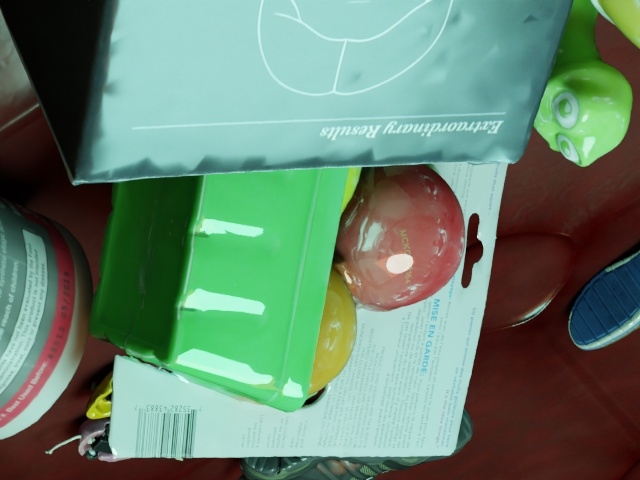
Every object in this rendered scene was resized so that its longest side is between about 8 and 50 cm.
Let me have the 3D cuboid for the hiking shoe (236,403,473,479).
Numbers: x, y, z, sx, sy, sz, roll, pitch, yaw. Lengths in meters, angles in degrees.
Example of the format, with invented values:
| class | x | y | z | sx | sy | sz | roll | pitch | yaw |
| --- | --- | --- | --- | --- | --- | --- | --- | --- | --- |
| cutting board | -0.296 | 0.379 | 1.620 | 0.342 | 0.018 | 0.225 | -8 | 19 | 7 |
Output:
| class | x | y | z | sx | sy | sz | roll | pitch | yaw |
| --- | --- | --- | --- | --- | --- | --- | --- | --- | --- |
| hiking shoe | 0.028 | 0.191 | 1.812 | 0.227 | 0.086 | 0.114 | -5 | 153 | -14 |

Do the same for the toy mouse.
| class | x | y | z | sx | sy | sz | roll | pitch | yaw |
| --- | --- | --- | --- | --- | --- | --- | --- | --- | --- |
| toy mouse | -0.159 | 0.155 | 1.695 | 0.161 | 0.031 | 0.143 | -32 | 142 | 11 |

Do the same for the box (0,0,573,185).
| class | x | y | z | sx | sy | sz | roll | pitch | yaw |
| --- | --- | --- | --- | --- | --- | --- | --- | --- | --- |
| box | -0.002 | -0.252 | 1.091 | 0.293 | 0.212 | 0.395 | -4 | 130 | -24 |

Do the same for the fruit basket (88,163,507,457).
| class | x | y | z | sx | sy | sz | roll | pitch | yaw |
| --- | --- | --- | --- | --- | --- | --- | --- | --- | --- |
| fruit basket | 0.000 | 0.000 | 1.434 | 0.353 | 0.165 | 0.327 | 4 | 98 | -47 |

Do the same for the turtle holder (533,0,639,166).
| class | x | y | z | sx | sy | sz | roll | pitch | yaw |
| --- | --- | --- | --- | --- | --- | --- | --- | --- | --- |
| turtle holder | 0.273 | -0.209 | 1.314 | 0.320 | 0.227 | 0.243 | -22 | 144 | -2 |

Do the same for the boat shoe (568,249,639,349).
| class | x | y | z | sx | sy | sz | roll | pitch | yaw |
| --- | --- | --- | --- | --- | --- | --- | --- | --- | --- |
| boat shoe | 0.310 | 0.043 | 1.774 | 0.183 | 0.066 | 0.066 | -42 | 140 | 23 |

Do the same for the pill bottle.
| class | x | y | z | sx | sy | sz | roll | pitch | yaw |
| --- | --- | --- | --- | --- | --- | --- | --- | --- | --- |
| pill bottle | -0.324 | 0.019 | 1.324 | 0.176 | 0.176 | 0.318 | -40 | 140 | 21 |
